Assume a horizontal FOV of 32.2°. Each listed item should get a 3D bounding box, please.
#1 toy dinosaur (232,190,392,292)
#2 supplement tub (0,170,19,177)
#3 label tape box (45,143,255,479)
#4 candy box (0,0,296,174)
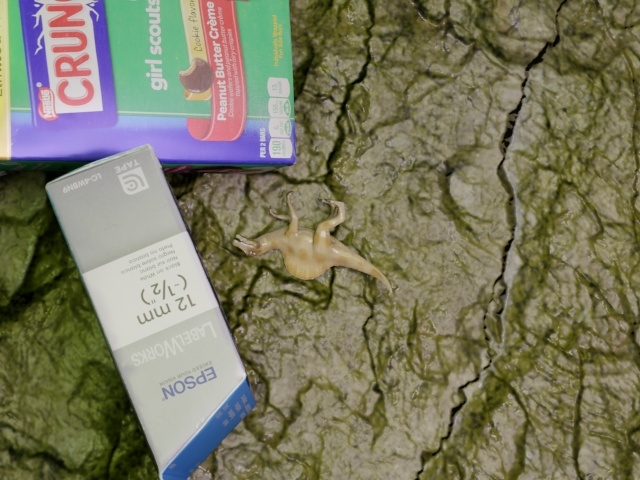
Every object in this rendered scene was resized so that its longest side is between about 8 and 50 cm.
[{"bbox_3d":[0.000,0.000,1.214,0.183,0.053,0.093,13,92,9],"label":"toy dinosaur"},{"bbox_3d":[-0.370,-0.115,1.193,0.198,0.106,0.106,-17,78,-5],"label":"supplement tub"},{"bbox_3d":[-0.134,0.111,1.071,0.115,0.249,0.348,-24,78,-7],"label":"label tape box"},{"bbox_3d":[-0.194,-0.204,1.143,0.317,0.122,0.268,-1,86,-22],"label":"candy box"}]
